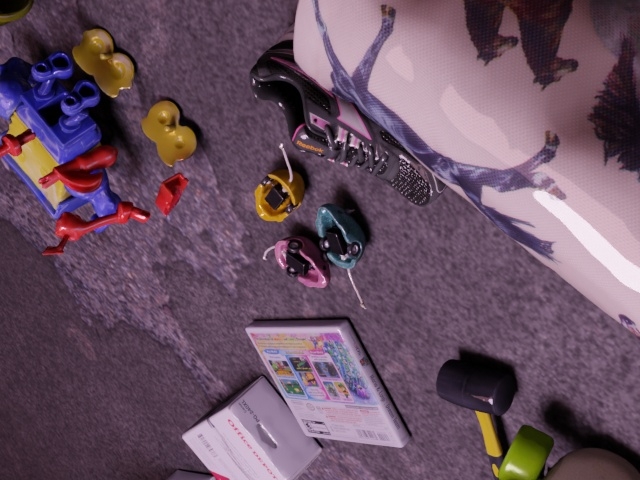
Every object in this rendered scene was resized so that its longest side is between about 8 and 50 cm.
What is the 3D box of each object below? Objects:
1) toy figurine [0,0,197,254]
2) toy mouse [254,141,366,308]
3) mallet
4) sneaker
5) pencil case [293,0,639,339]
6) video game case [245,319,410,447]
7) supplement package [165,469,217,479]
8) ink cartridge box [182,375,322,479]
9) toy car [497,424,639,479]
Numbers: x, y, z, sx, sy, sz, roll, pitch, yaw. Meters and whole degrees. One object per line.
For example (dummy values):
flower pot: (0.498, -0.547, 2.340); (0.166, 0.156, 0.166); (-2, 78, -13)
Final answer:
toy figurine: (-0.303, -0.108, 1.074); (0.362, 0.191, 0.217); (46, 151, 8)
toy mouse: (0.000, 0.000, 0.956); (0.143, 0.031, 0.161); (45, 146, 8)
mallet: (0.159, 0.182, 0.949); (0.062, 0.039, 0.189); (4, 130, 44)
sneaker: (0.016, -0.082, 0.820); (0.178, 0.077, 0.072); (41, 146, 12)
pencil case: (0.167, -0.068, 0.594); (0.410, 0.183, 0.160); (40, 173, 16)
video game case: (0.005, 0.143, 1.097); (0.157, 0.019, 0.143); (-6, 117, 52)
supplement package: (-0.159, 0.414, 1.460); (0.105, 0.105, 0.179); (-7, 117, 54)
ink cartridge box: (-0.079, 0.229, 1.233); (0.109, 0.063, 0.150); (51, 145, 0)
toy car: (0.199, 0.265, 0.897); (0.155, 0.149, 0.188); (27, 152, 15)
